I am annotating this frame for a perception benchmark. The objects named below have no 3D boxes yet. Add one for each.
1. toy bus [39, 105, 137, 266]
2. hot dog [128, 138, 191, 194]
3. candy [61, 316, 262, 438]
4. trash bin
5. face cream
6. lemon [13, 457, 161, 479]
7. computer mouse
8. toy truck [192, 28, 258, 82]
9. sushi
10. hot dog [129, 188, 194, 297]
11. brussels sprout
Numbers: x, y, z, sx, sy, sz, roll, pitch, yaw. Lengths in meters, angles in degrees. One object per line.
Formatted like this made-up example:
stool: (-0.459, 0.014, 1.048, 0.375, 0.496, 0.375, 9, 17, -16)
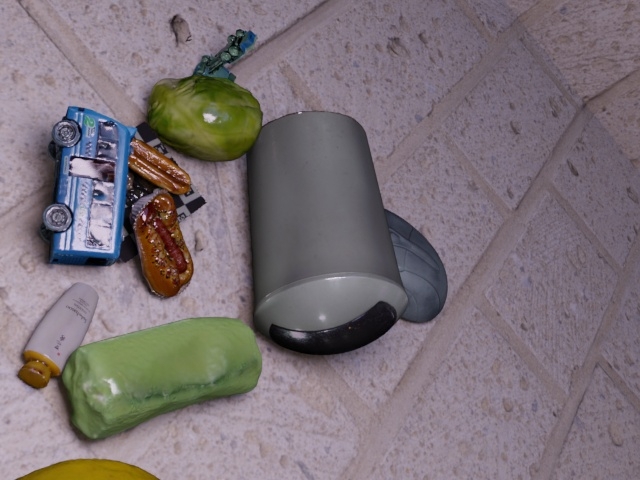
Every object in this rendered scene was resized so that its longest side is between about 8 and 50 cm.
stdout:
toy bus: (-0.377, -0.084, 1.482, 0.134, 0.113, 0.247, 7, 76, -19)
hot dog: (-0.289, -0.126, 1.615, 0.144, 0.038, 0.062, 34, 51, -21)
candy: (-0.246, 0.211, 1.469, 0.343, 0.132, 0.142, -7, 50, -46)
trash bin: (0.000, 0.000, 1.711, 0.280, 0.280, 0.432, 15, 54, -36)
face cream: (-0.402, 0.145, 1.419, 0.072, 0.051, 0.182, 42, 45, -20)
lemon: (-0.317, 0.415, 1.176, 0.316, 0.285, 0.285, 30, 48, -16)
computer mouse: (0.143, 0.031, 1.942, 0.370, 0.122, 0.188, 31, 47, -20)
toy truck: (-0.181, -0.355, 1.842, 0.081, 0.175, 0.067, 37, 45, -28)
sushi: (-0.337, -0.080, 1.619, 0.192, 0.050, 0.215, 53, 51, -3)
hot dog: (-0.269, 0.009, 1.563, 0.108, 0.059, 0.191, -45, 130, -43)
brussels sprout: (-0.216, -0.225, 1.709, 0.223, 0.223, 0.161, -12, 113, -45)
